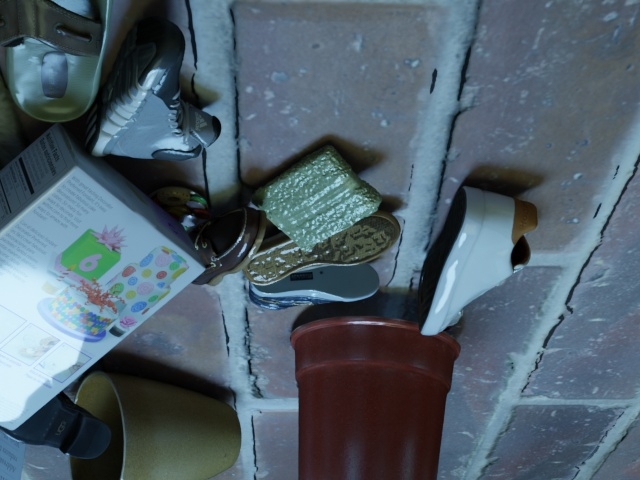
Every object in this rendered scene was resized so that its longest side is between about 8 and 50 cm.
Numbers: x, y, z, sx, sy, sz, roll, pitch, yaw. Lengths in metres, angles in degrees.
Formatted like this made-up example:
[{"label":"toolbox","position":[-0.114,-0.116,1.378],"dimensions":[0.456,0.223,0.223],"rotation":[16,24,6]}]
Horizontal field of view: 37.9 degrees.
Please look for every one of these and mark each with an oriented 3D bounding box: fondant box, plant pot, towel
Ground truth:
[{"label":"fondant box","position":[-0.339,0.054,1.102],"dimensions":[0.330,0.096,0.238],"rotation":[-39,137,6]},{"label":"plant pot","position":[0.075,0.286,1.433],"dimensions":[0.272,0.265,0.272],"rotation":[4,155,2]},{"label":"plant pot","position":[-0.276,0.347,1.624],"dimensions":[0.254,0.237,0.237],"rotation":[6,149,-37]},{"label":"towel","position":[-0.007,-0.051,1.146],"dimensions":[0.110,0.027,0.148],"rotation":[44,130,-19]}]

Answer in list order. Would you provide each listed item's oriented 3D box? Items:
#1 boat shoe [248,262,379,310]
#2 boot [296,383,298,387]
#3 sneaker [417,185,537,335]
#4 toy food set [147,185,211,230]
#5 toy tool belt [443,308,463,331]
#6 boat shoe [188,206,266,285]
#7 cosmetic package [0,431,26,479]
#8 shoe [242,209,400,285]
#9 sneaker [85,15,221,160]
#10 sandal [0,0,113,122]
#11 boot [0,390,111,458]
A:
[{"label":"boat shoe","position":[-0.012,0.062,1.323],"dimensions":[0.183,0.065,0.083],"rotation":[2,161,-7]},{"label":"boot","position":[0.009,0.290,1.614],"dimensions":[0.106,0.114,0.037],"rotation":[-11,145,15]},{"label":"sneaker","position":[0.209,0.046,1.254],"dimensions":[0.123,0.106,0.290],"rotation":[7,145,-8]},{"label":"toy food set","position":[-0.182,-0.041,1.188],"dimensions":[0.082,0.020,0.083],"rotation":[27,137,-36]},{"label":"toy tool belt","position":[0.186,0.103,1.406],"dimensions":[0.052,0.051,0.083],"rotation":[-14,161,-9]},{"label":"boat shoe","position":[-0.138,0.009,1.204],"dimensions":[0.073,0.073,0.207],"rotation":[19,149,-22]},{"label":"cosmetic package","position":[-0.710,0.398,1.505],"dimensions":[0.327,0.394,0.329],"rotation":[-7,147,9]},{"label":"shoe","position":[0.000,0.000,1.234],"dimensions":[0.219,0.058,0.076],"rotation":[-15,112,14]},{"label":"sneaker","position":[-0.154,-0.149,0.982],"dimensions":[0.132,0.086,0.228],"rotation":[12,155,-27]},{"label":"sandal","position":[-0.253,-0.201,0.881],"dimensions":[0.120,0.086,0.303],"rotation":[3,147,-7]},{"label":"boot","position":[-0.475,0.256,1.502],"dimensions":[0.229,0.091,0.263],"rotation":[20,162,47]}]
